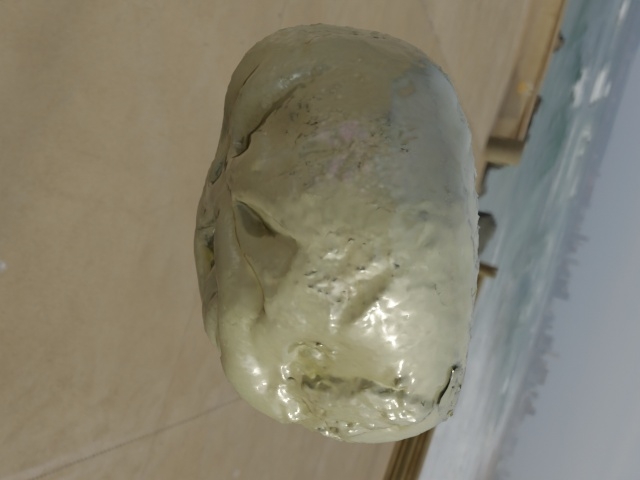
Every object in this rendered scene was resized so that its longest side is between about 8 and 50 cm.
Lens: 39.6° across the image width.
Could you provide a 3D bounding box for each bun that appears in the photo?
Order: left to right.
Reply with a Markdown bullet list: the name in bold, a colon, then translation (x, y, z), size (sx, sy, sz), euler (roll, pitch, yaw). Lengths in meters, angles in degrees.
- **bun**: translation (0.000, 0.000, 0.732), size (0.360, 0.211, 0.360), euler (179, -90, -85)
